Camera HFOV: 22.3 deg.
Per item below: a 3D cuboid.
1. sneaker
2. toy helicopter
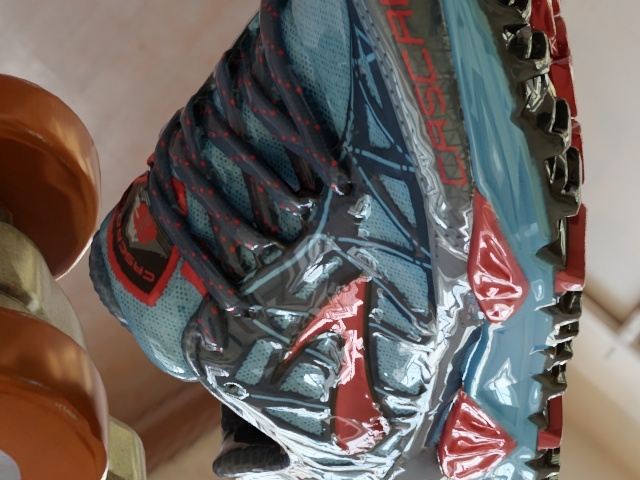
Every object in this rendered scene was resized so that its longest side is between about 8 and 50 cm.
[{"bbox_3d":[0.000,0.000,0.407,0.125,0.104,0.262,-5,143,2],"label":"sneaker"},{"bbox_3d":[-0.175,0.114,0.582,0.235,0.140,0.355,-8,134,-2],"label":"toy helicopter"}]
